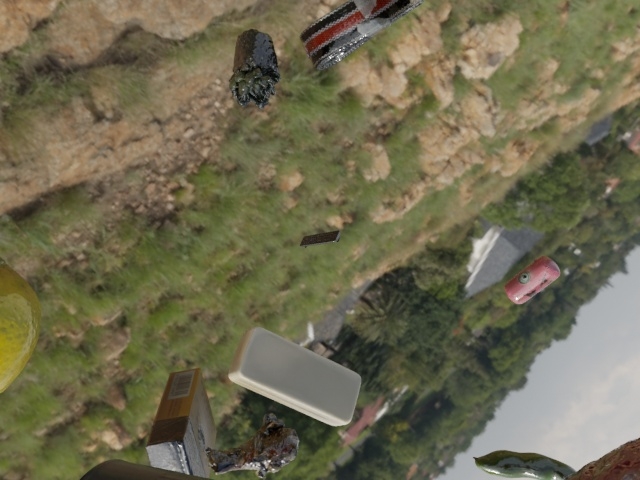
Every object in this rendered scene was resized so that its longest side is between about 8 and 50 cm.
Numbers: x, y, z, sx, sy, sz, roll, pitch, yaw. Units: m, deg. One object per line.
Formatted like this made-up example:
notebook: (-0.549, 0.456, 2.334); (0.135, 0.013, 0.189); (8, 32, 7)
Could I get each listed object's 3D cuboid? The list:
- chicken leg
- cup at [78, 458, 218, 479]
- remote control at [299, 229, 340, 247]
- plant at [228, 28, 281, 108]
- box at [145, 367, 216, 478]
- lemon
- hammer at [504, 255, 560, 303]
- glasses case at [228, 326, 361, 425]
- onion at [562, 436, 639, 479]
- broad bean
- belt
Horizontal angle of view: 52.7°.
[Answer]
chicken leg: (-0.140, 0.454, 1.381); (0.196, 0.125, 0.080); (-26, -173, -19)
cup: (-0.247, 0.474, 1.042); (0.242, 0.292, 0.308); (-45, 133, -59)
remote control: (0.000, 0.000, 1.306); (0.016, 0.091, 0.034); (53, 44, -34)
plant: (-0.125, -0.327, 1.244); (0.094, 0.092, 0.143); (10, 77, -42)
box: (-0.415, 0.609, 1.980); (0.415, 0.116, 0.264); (-102, -177, -73)
lemon: (-0.657, 0.176, 1.187); (0.320, 0.245, 0.245); (-67, 160, -6)
hammer: (0.304, 0.057, 0.932); (0.083, 0.043, 0.043); (-44, 165, 30)
glasses case: (-0.060, 0.348, 1.642); (0.076, 0.336, 0.144); (-31, -146, 56)
onion: (0.188, 0.227, 0.402); (0.250, 0.111, 0.247); (-71, -175, -57)
broad bean: (0.453, 0.487, 1.381); (0.046, 0.254, 0.065); (70, 31, -82)
belt: (0.103, -0.456, 1.282); (0.359, 0.094, 0.126); (-22, -166, 42)
